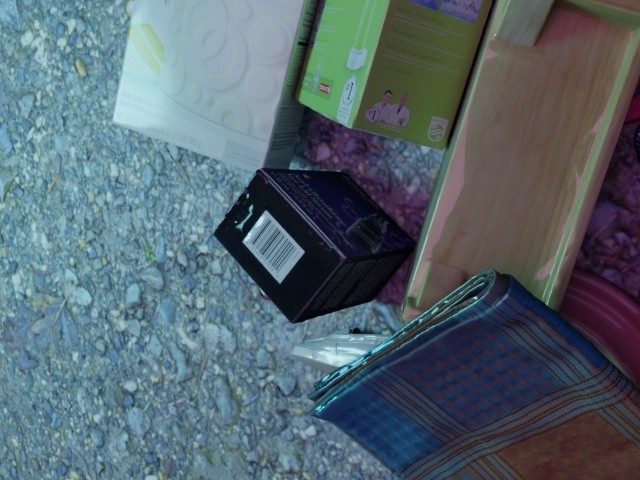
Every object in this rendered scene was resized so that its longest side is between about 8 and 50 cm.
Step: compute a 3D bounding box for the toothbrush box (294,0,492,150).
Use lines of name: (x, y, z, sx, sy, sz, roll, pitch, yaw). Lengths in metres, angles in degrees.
toothbrush box: (0.087, -0.266, 0.828, 0.206, 0.122, 0.283, -138, 59, -63)

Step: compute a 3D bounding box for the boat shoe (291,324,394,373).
boat shoe: (0.039, 0.145, 0.979, 0.184, 0.066, 0.063, -6, 54, 49)

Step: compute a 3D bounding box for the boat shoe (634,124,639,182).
boat shoe: (0.399, -0.029, 0.722, 0.109, 0.089, 0.258, -46, 61, 28)

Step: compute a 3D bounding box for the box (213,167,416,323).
box: (0.000, 0.000, 0.905, 0.153, 0.207, 0.108, 46, 114, 18)

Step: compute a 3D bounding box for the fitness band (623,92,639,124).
fitness band: (0.273, -0.245, 0.814, 0.291, 0.054, 0.209, 29, 107, 25)

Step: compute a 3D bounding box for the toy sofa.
toy sofa: (0.203, -0.073, 0.757, 0.150, 0.177, 0.362, 17, 97, 5)

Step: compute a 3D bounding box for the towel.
towel: (0.202, 0.210, 0.728, 0.370, 0.040, 0.271, 41, 126, -12)

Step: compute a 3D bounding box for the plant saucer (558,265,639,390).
plant saucer: (0.242, 0.191, 0.850, 0.332, 0.084, 0.332, 3, 95, 30)

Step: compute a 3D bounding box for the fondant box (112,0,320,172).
fondant box: (-0.122, -0.278, 0.958, 0.238, 0.096, 0.330, 20, 105, 17)
